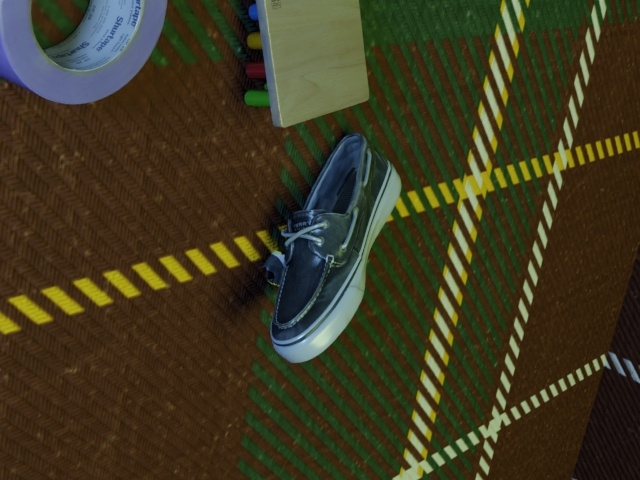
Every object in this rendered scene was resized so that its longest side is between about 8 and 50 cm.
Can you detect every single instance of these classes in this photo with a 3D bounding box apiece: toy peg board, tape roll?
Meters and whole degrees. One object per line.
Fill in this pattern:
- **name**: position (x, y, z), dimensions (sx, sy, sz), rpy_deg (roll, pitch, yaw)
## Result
- **toy peg board**: position (-0.029, -0.233, 1.271), dimensions (0.161, 0.079, 0.161), rpy_deg (-24, 113, -43)
- **tape roll**: position (-0.239, -0.228, 0.982), dimensions (0.189, 0.080, 0.189), rpy_deg (-31, 134, -39)

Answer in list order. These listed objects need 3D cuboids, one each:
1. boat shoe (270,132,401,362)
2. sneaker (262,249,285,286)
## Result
- **boat shoe**: position (0.000, 0.000, 1.395), dimensions (0.119, 0.121, 0.335), rpy_deg (49, 49, -34)
- **sneaker**: position (-0.057, 0.050, 1.439), dimensions (0.035, 0.031, 0.083), rpy_deg (-40, 130, -22)
